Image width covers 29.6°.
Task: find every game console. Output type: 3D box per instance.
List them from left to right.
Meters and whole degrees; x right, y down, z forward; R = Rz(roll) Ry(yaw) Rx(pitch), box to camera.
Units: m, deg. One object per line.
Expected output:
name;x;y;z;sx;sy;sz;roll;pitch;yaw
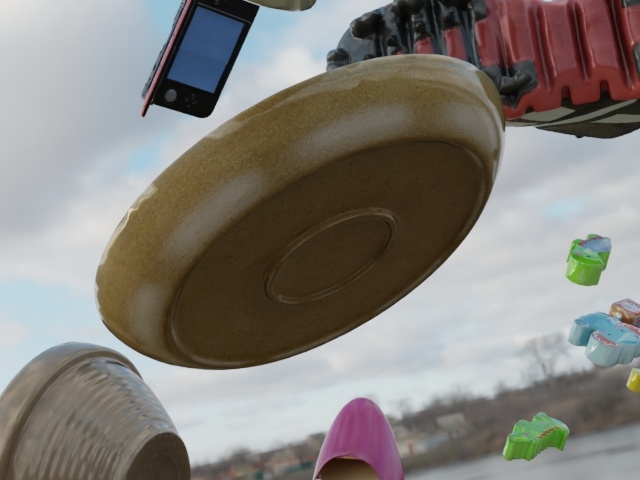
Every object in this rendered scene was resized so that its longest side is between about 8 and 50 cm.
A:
game console;-0.118;-0.186;1.212;0.124;0.085;0.144;14;-71;-40

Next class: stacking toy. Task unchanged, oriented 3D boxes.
stacking toy;0.231;0.066;0.881;0.221;0.166;0.052;-13;35;-41

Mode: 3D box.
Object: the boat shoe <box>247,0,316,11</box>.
boat shoe;-0.026;-0.183;0.551;0.113;0.103;0.302;25;22;-6

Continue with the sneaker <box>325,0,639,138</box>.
sneaker;0.146;-0.116;0.814;0.276;0.097;0.135;-7;-15;8

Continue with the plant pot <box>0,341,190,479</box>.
plant pot;-0.188;0.211;1.051;0.110;0.237;0.237;6;-4;24

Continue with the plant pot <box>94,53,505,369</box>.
plant pot;0.000;0.000;0.625;0.236;0.032;0.236;-24;-27;-13

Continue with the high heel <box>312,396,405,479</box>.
high heel;0.023;0.346;1.471;0.127;0.377;0.181;-7;-31;17

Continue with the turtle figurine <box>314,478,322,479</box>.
turtle figurine;-0.044;0.190;0.647;0.217;0.087;0.269;-14;-24;32
